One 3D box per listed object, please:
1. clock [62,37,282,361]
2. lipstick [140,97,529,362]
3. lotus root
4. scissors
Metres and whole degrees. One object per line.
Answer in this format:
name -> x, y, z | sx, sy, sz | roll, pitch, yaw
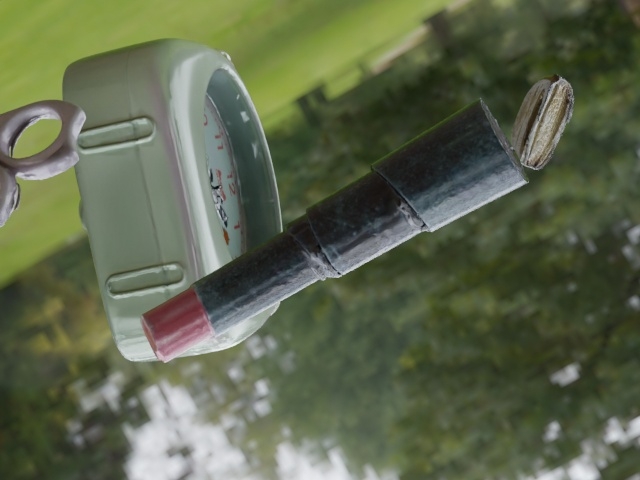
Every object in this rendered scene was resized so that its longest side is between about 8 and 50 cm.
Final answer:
clock -> -0.116, -0.039, 1.707 | 0.108, 0.265, 0.324 | -12, -179, 13
lipstick -> 0.000, 0.000, 1.069 | 0.234, 0.053, 0.053 | -29, 180, 12
lotus root -> 0.188, -0.103, 1.642 | 0.037, 0.083, 0.030 | 13, -166, -38
scissors -> -0.199, -0.056, 1.034 | 0.100, 0.015, 0.189 | -45, -140, -15
